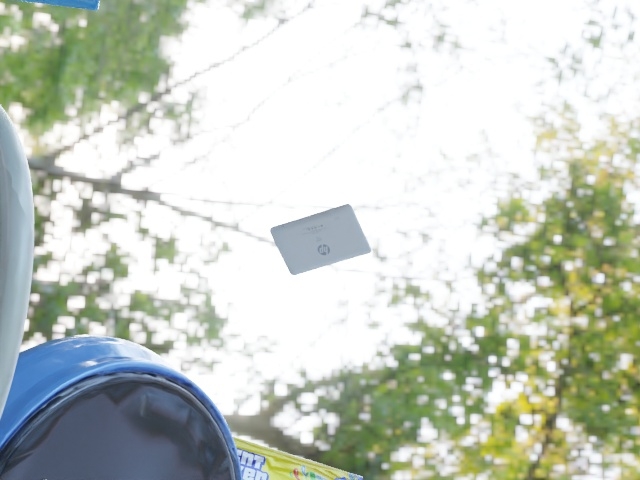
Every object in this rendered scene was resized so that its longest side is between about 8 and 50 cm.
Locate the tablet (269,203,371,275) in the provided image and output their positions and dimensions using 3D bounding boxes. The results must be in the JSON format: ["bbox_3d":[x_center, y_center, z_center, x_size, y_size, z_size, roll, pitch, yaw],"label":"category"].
[{"bbox_3d":[0.000,0.000,1.319,0.006,0.083,0.054,-69,138,-59],"label":"tablet"}]

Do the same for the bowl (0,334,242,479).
[{"bbox_3d":[-0.220,0.285,1.339,0.077,0.391,0.391,9,-86,40],"label":"bowl"}]

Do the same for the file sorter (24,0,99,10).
[{"bbox_3d":[-0.214,-0.258,1.015,0.170,0.118,0.104,-105,-154,-45],"label":"file sorter"}]

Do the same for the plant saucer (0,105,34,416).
[{"bbox_3d":[-0.352,0.064,1.036,0.400,0.100,0.400,-24,-123,42],"label":"plant saucer"}]

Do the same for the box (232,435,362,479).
[{"bbox_3d":[-0.159,0.322,1.726,0.279,0.290,0.177,-5,-114,54],"label":"box"}]

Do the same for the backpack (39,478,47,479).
[{"bbox_3d":[-0.259,0.254,1.127,0.105,0.084,0.114,-73,172,-47],"label":"backpack"}]
